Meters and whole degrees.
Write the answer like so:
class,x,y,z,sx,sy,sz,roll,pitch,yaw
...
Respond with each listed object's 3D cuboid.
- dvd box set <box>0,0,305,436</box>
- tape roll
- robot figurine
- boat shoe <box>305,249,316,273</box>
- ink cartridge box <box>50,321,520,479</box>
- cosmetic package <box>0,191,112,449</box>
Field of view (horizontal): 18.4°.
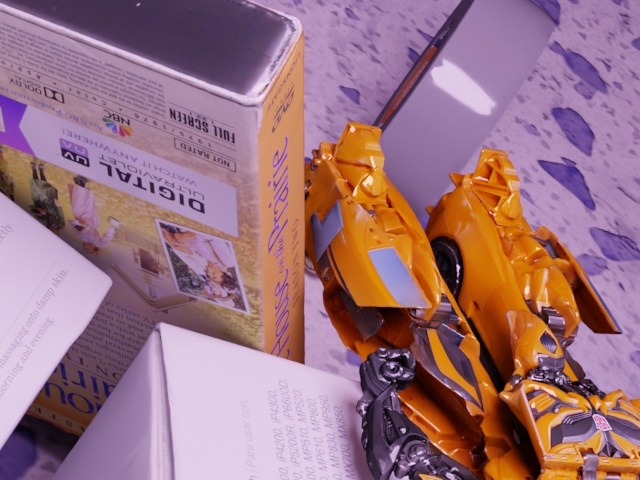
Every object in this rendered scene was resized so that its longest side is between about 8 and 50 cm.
class,x,y,z,sx,sy,sz,roll,pitch,yaw
dvd box set,-0.153,-0.019,1.110,0.308,0.420,0.062,22,58,15
tape roll,0.107,-0.118,1.674,0.072,0.219,0.219,36,34,-4
robot figurine,0.095,0.062,1.086,0.211,0.085,0.291,7,39,-35
boat shoe,0.000,0.000,1.587,0.170,0.063,0.059,15,41,-13
ink cartridge box,0.019,0.233,1.131,0.385,0.279,0.160,18,38,-24
cosmetic package,-0.328,0.003,1.002,0.385,0.156,0.217,39,46,-7
